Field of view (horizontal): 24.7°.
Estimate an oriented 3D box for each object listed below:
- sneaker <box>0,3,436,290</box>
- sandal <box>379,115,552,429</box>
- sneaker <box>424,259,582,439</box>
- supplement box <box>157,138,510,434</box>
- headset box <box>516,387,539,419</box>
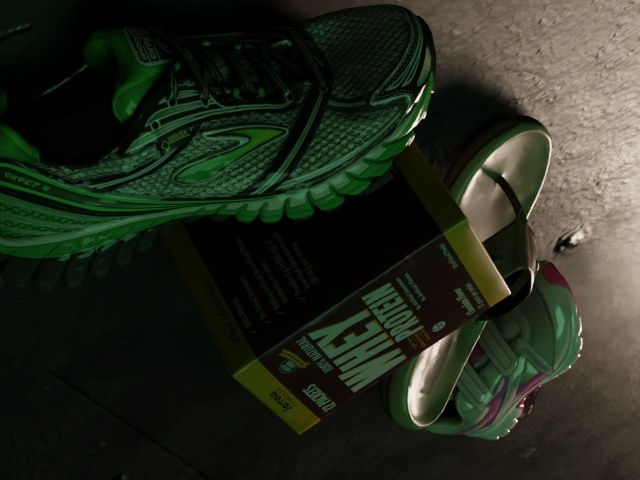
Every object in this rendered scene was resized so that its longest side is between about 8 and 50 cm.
[{"bbox_3d":[-0.076,-0.083,0.971,0.344,0.134,0.146,-23,145,-14],"label":"sneaker"},{"bbox_3d":[0.147,0.036,1.296,0.120,0.086,0.302,6,107,-47],"label":"sandal"},{"bbox_3d":[0.171,0.123,1.470,0.111,0.103,0.252,-8,139,-35],"label":"sneaker"},{"bbox_3d":[0.000,0.000,1.088,0.194,0.191,0.129,-34,147,3],"label":"supplement box"},{"bbox_3d":[0.199,0.182,1.633,0.083,0.032,0.062,-20,145,-21],"label":"headset box"}]
